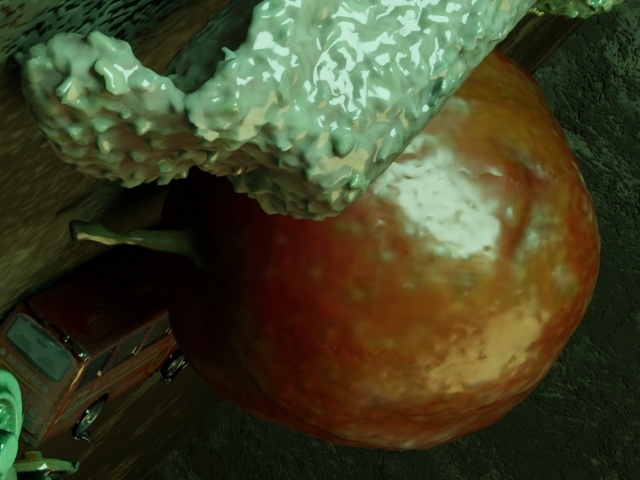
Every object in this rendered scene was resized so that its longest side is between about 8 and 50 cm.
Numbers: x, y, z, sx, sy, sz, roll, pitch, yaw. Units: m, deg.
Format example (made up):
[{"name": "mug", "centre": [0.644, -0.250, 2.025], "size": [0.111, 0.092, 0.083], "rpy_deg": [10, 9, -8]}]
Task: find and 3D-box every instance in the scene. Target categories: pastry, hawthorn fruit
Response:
[{"name": "pastry", "centre": [0.017, -0.091, 0.541], "size": [0.265, 0.112, 0.103], "rpy_deg": [-41, -175, -22]}, {"name": "hawthorn fruit", "centre": [0.000, 0.000, 0.750], "size": [0.272, 0.242, 0.242], "rpy_deg": [-4, 151, -34]}]

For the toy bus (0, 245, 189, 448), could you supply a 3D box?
[{"name": "toy bus", "centre": [-0.121, 0.051, 0.880], "size": [0.096, 0.073, 0.235], "rpy_deg": [-54, 171, 26]}]

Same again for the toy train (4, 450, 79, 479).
[{"name": "toy train", "centre": [-0.214, 0.164, 0.804], "size": [0.125, 0.081, 0.194], "rpy_deg": [8, 161, -36]}]

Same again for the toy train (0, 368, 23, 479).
[{"name": "toy train", "centre": [-0.176, 0.125, 0.470], "size": [0.159, 0.101, 0.248], "rpy_deg": [12, 90, -79]}]

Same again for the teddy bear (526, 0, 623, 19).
[{"name": "teddy bear", "centre": [0.138, -0.178, 0.790], "size": [0.133, 0.111, 0.213], "rpy_deg": [-45, 178, -30]}]
